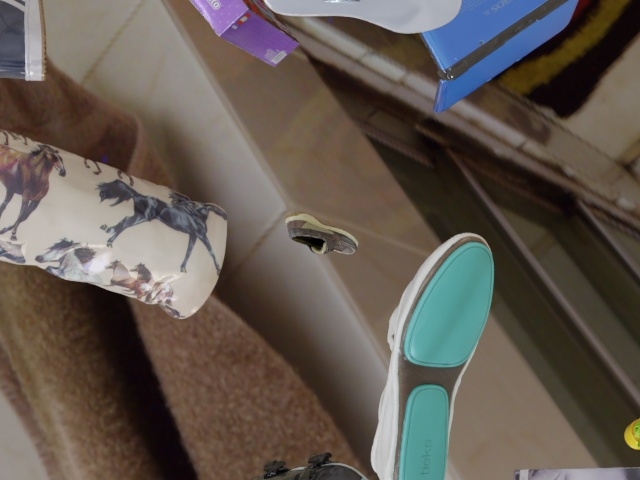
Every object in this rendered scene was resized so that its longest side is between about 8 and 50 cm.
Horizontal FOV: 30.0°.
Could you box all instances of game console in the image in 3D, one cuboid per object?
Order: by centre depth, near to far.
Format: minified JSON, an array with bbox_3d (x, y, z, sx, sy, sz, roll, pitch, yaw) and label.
[{"bbox_3d":[0.268,-0.374,1.916,0.293,0.173,0.250,-35,108,-9],"label":"game console"}]

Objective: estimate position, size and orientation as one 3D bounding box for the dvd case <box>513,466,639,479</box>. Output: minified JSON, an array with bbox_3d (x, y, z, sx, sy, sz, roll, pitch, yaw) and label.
[{"bbox_3d":[0.327,0.354,1.427,0.221,0.164,0.018,-10,155,37],"label":"dvd case"}]

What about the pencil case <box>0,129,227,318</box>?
[{"bbox_3d":[-0.308,-0.016,1.515,0.410,0.160,0.183,19,136,-35],"label":"pencil case"}]

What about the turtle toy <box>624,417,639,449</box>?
[{"bbox_3d":[0.311,0.159,1.031,0.130,0.066,0.095,-62,177,-27],"label":"turtle toy"}]

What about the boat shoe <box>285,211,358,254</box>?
[{"bbox_3d":[0.000,0.000,1.971,0.152,0.049,0.056,23,150,-36],"label":"boat shoe"}]

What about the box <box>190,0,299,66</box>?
[{"bbox_3d":[-0.141,-0.351,1.657,0.057,0.201,0.293,-41,173,9],"label":"box"}]

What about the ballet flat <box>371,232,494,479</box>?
[{"bbox_3d":[0.141,0.175,1.710,0.139,0.139,0.400,7,98,-35],"label":"ballet flat"}]

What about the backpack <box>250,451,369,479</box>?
[{"bbox_3d":[0.020,0.401,1.423,0.253,0.191,0.225,44,140,-21],"label":"backpack"}]

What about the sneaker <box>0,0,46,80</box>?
[{"bbox_3d":[-0.496,-0.337,1.798,0.153,0.282,0.099,-3,132,-15],"label":"sneaker"}]

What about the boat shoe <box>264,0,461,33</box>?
[{"bbox_3d":[0.049,-0.326,1.493,0.258,0.084,0.095,7,130,-17],"label":"boat shoe"}]
